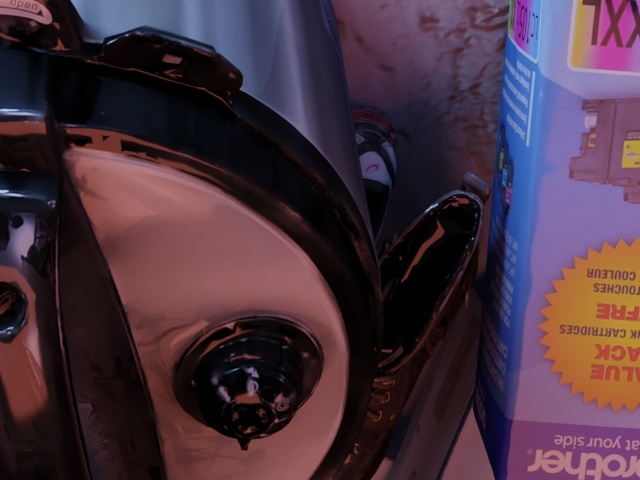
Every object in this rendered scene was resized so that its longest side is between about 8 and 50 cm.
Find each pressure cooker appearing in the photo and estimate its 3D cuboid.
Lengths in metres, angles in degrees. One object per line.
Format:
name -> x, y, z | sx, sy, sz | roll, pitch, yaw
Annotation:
pressure cooker -> -0.149, -0.004, 1.132 | 0.370, 0.420, 0.375 | 30, 120, -28

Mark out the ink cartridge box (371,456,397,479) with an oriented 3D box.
ink cartridge box -> 0.100, 0.290, 1.608 | 0.330, 0.071, 0.324 | 18, 127, -10

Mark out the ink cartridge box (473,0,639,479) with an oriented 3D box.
ink cartridge box -> 0.243, 0.018, 1.241 | 0.270, 0.151, 0.395 | 3, 106, -2

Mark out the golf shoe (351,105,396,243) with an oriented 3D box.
golf shoe -> 0.000, 0.000, 1.361 | 0.067, 0.086, 0.186 | 12, 130, -11

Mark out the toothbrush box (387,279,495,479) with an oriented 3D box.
toothbrush box -> 0.211, 0.184, 1.431 | 0.295, 0.126, 0.216 | 20, 102, -13

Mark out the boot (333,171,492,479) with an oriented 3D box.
boot -> 0.028, 0.075, 1.290 | 0.091, 0.229, 0.263 | 29, 90, 4
